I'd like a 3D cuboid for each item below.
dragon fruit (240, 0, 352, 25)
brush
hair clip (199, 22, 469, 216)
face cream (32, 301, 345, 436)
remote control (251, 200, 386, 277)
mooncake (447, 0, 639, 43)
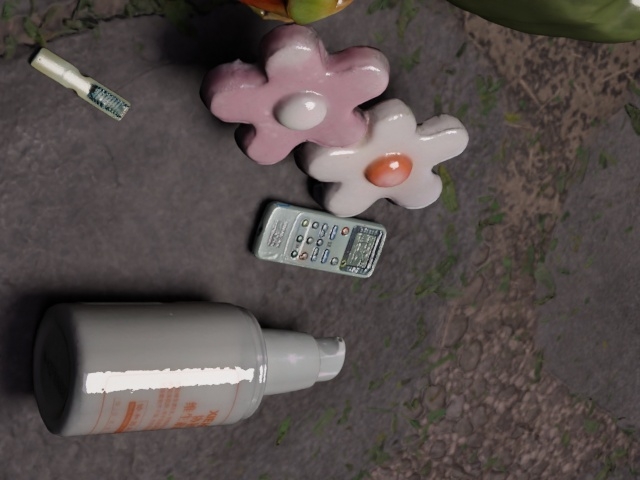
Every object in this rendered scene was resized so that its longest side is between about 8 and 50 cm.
[{"bbox_3d":[-0.061,-0.264,0.773,0.225,0.305,0.305,-35,123,-6],"label":"dragon fruit"},{"bbox_3d":[-0.174,-0.113,0.919,0.083,0.013,0.016,33,92,-35],"label":"brush"},{"bbox_3d":[0.017,-0.090,0.974,0.257,0.146,0.075,25,50,-55],"label":"hair clip"},{"bbox_3d":[-0.093,0.098,0.998,0.251,0.101,0.101,2,108,-32],"label":"face cream"},{"bbox_3d":[0.000,0.000,1.067,0.124,0.018,0.053,12,103,-35],"label":"remote control"},{"bbox_3d":[0.220,-0.315,0.953,0.351,0.187,0.351,-14,112,-39],"label":"mooncake"}]
